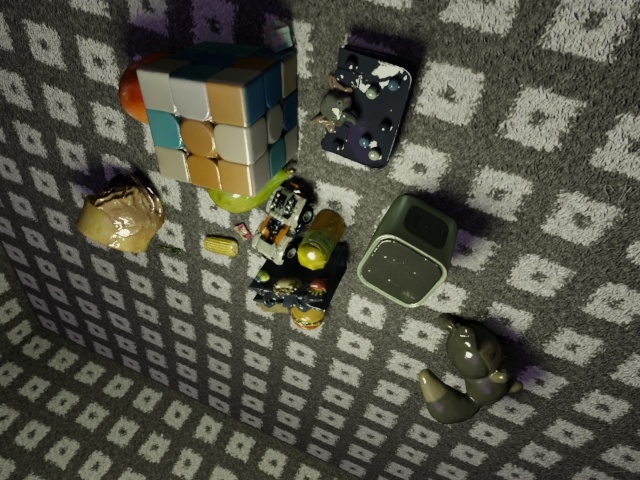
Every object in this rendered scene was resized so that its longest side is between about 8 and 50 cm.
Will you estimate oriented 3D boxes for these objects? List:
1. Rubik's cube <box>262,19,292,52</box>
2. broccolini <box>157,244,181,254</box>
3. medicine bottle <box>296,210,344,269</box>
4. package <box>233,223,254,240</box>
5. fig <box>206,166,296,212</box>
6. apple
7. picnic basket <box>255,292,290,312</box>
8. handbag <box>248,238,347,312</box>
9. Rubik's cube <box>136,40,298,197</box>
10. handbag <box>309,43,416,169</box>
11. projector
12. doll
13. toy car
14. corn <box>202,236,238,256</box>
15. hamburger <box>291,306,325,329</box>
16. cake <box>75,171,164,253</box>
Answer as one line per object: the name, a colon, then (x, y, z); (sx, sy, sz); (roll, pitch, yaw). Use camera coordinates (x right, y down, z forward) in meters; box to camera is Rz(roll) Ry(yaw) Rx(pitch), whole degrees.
Rubik's cube: (-0.127, -0.604, 1.232); (0.073, 0.075, 0.084); (-124, 28, -43)
broccolini: (-0.747, 0.045, 2.088); (0.139, 0.030, 0.035); (13, 166, 23)
medicine bottle: (0.000, 0.000, 1.535); (0.124, 0.239, 0.124); (12, 131, 14)
package: (-0.331, -0.033, 1.814); (0.059, 0.029, 0.083); (-19, 127, 28)
fig: (-0.277, -0.231, 1.513); (0.314, 0.233, 0.233); (-29, 109, 33)
apple: (-0.543, -0.501, 1.403); (0.240, 0.242, 0.242); (18, 133, 30)
picnic basket: (-0.211, 0.269, 1.959); (0.164, 0.079, 0.115); (-1, 125, 27)
handbag: (-0.078, 0.127, 1.611); (0.303, 0.329, 0.122); (5, 128, 22)
Rubik's cube: (-0.286, -0.384, 1.298); (0.344, 0.347, 0.347); (14, 131, 14)
handbag: (0.116, -0.390, 1.256); (0.269, 0.118, 0.326); (20, 130, 12)
projector: (0.293, 0.035, 1.410); (0.248, 0.249, 0.249); (30, 133, 3)
doll: (0.542, 0.490, 1.590); (0.382, 0.378, 0.252); (55, 165, -5)
toy car: (-0.147, -0.071, 1.566); (0.193, 0.118, 0.301); (33, 107, 34)
corn: (-0.449, 0.025, 1.893); (0.165, 0.063, 0.085); (11, 139, 20)
hamburger: (-0.054, 0.319, 1.873); (0.161, 0.162, 0.115); (17, 133, 13)
cake: (-0.853, -0.145, 1.847); (0.332, 0.332, 0.321); (29, 96, 2)
